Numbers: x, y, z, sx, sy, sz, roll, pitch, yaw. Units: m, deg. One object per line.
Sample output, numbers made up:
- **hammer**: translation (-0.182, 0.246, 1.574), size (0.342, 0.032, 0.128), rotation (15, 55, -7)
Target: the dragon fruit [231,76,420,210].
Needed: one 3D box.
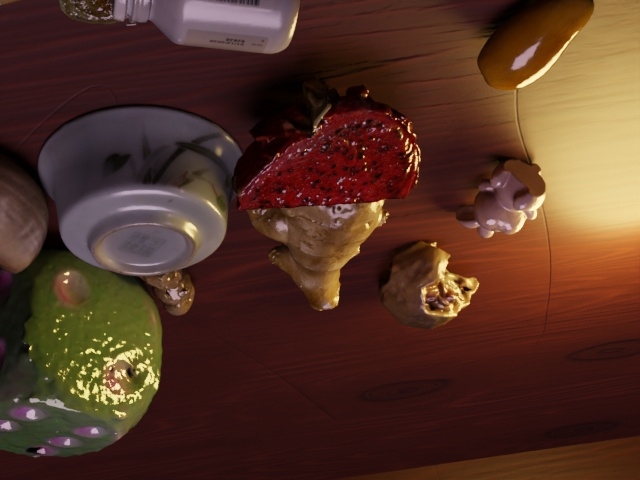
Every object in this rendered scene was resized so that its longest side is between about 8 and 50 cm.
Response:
- **dragon fruit**: translation (0.013, -0.170, 1.298), size (0.316, 0.152, 0.205), rotation (-3, 141, -30)

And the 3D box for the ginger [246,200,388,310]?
- **ginger**: translation (-0.024, 0.001, 1.539), size (0.236, 0.166, 0.376), rotation (1, 132, -24)

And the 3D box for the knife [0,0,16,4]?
- **knife**: translation (-0.431, -0.311, 1.074), size (0.256, 0.022, 0.046), rotation (-10, 146, 12)

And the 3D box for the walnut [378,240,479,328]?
- **walnut**: translation (0.219, 0.119, 1.823), size (0.204, 0.141, 0.238), rotation (-20, 145, 28)

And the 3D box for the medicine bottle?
- **medicine bottle**: translation (-0.142, -0.305, 1.036), size (0.215, 0.135, 0.135), rotation (3, 148, -16)

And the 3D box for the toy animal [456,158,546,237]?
- **toy animal**: translation (0.333, -0.052, 1.581), size (0.124, 0.124, 0.212), rotation (5, 143, -20)

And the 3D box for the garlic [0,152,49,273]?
- **garlic**: translation (-0.543, -0.039, 1.426), size (0.196, 0.151, 0.338), rotation (22, 158, 14)

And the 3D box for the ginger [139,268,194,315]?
- **ginger**: translation (-0.304, 0.085, 1.708), size (0.104, 0.080, 0.204), rotation (18, 156, 23)

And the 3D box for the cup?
- **cup**: translation (-0.290, -0.051, 1.404), size (0.347, 0.163, 0.347), rotation (-6, 149, -4)

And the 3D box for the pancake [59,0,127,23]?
- **pancake**: translation (-0.289, -0.318, 1.099), size (0.108, 0.017, 0.108), rotation (-9, 152, -5)

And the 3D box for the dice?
- **dice**: translation (-0.515, 0.223, 1.634), size (0.322, 0.330, 0.318), rotation (-26, 146, 33)

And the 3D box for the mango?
- **mango**: translation (0.307, -0.287, 1.217), size (0.102, 0.085, 0.184), rotation (23, 133, -41)
